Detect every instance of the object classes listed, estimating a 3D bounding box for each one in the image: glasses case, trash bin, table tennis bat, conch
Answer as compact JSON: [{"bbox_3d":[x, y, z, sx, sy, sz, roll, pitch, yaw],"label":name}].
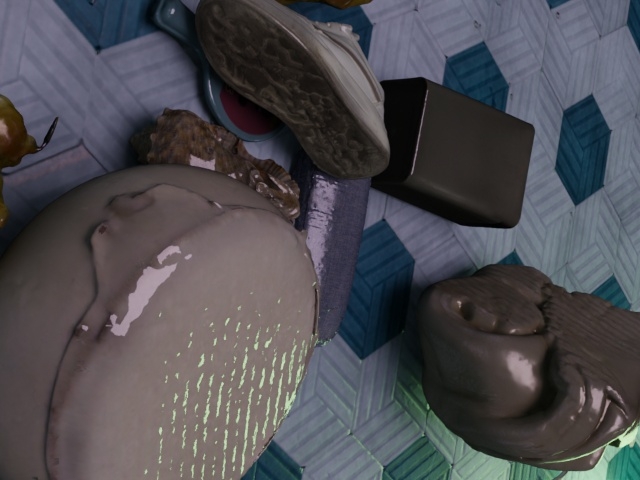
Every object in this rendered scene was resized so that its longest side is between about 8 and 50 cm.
[{"bbox_3d":[0.000,0.000,1.305,0.109,0.067,0.282,15,84,-37],"label":"glasses case"},{"bbox_3d":[0.180,-0.126,1.435,0.240,0.122,0.164,18,81,-42],"label":"trash bin"},{"bbox_3d":[-0.109,-0.215,1.200,0.244,0.040,0.153,34,69,-46],"label":"table tennis bat"},{"bbox_3d":[-0.113,-0.085,1.132,0.130,0.207,0.155,104,3,-48],"label":"conch"}]

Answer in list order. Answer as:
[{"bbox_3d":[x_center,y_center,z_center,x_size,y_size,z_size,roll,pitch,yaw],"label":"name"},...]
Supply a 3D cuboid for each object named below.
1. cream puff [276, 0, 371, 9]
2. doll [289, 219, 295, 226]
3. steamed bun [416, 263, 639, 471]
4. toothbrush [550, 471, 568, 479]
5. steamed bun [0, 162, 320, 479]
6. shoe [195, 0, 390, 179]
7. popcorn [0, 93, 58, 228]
[{"bbox_3d":[-0.015,-0.409,1.184,0.282,0.185,0.282,-6,129,-8],"label":"cream puff"},{"bbox_3d":[-0.085,-0.009,1.211,0.114,0.085,0.152,40,77,-19],"label":"doll"},{"bbox_3d":[0.310,0.204,1.479,0.367,0.342,0.255,-18,132,-48],"label":"steamed bun"},{"bbox_3d":[0.387,0.453,1.763,0.263,0.026,0.022,-40,115,-35],"label":"toothbrush"},{"bbox_3d":[-0.187,0.097,1.001,0.374,0.241,0.374,-30,131,-42],"label":"steamed bun"},{"bbox_3d":[-0.013,-0.218,1.204,0.316,0.124,0.159,48,43,-37],"label":"shoe"},{"bbox_3d":[-0.342,-0.041,0.913,0.168,0.173,0.195,94,0,-57],"label":"popcorn"}]
